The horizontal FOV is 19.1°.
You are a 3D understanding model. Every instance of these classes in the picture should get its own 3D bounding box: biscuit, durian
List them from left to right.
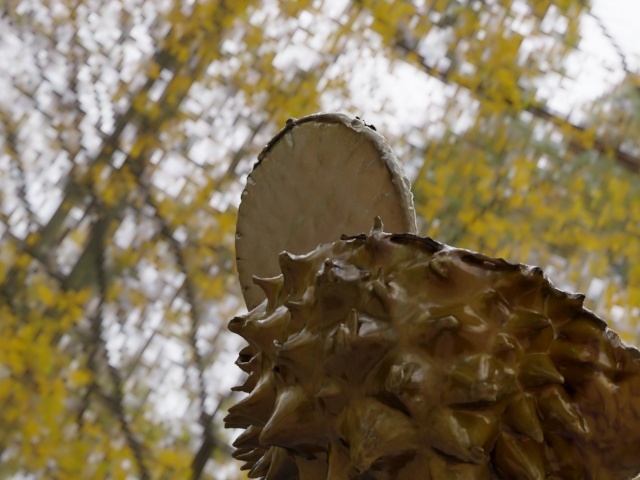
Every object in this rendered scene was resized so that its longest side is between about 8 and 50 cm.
[{"bbox_3d":[0.000,0.000,1.091,0.020,0.152,0.152,1,-13,-43],"label":"biscuit"},{"bbox_3d":[0.028,0.109,0.867,0.191,0.112,0.341,27,-29,-5],"label":"durian"}]
